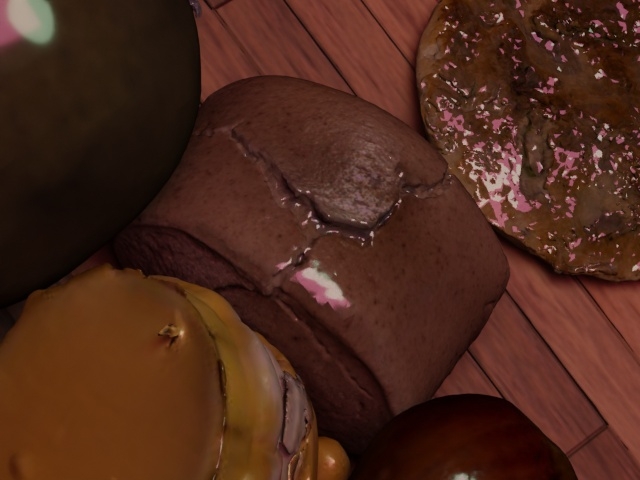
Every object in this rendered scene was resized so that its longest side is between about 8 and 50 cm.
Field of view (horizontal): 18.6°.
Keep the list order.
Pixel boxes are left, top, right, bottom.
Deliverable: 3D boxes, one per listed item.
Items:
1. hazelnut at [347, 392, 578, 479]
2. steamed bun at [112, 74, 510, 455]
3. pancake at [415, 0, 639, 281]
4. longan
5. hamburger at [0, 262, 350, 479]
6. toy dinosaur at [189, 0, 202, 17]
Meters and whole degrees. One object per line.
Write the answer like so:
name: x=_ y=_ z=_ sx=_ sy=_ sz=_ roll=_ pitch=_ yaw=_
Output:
hazelnut: x=0.099 y=0.230 z=1.483 sx=0.229 sy=0.229 sz=0.229 roll=5 pitch=69 yaw=-13
steamed bun: x=0.000 y=0.000 z=1.578 sx=0.301 sy=0.199 sz=0.251 roll=38 pitch=65 yaw=2
pancake: x=0.251 y=-0.122 z=1.766 sx=0.356 sy=0.065 sz=0.356 roll=5 pitch=68 yaw=-14
longan: x=-0.271 y=-0.114 z=1.470 sx=0.361 sy=0.361 sz=0.361 roll=5 pitch=69 yaw=-13
hamburger: x=-0.114 y=0.172 z=1.466 sx=0.237 sy=0.276 sz=0.276 roll=32 pitch=55 yaw=-51
toy dinosaur: x=-0.124 y=-0.275 z=1.731 sx=0.082 sy=0.039 sz=0.209 roll=-1 pitch=60 yaw=-12
